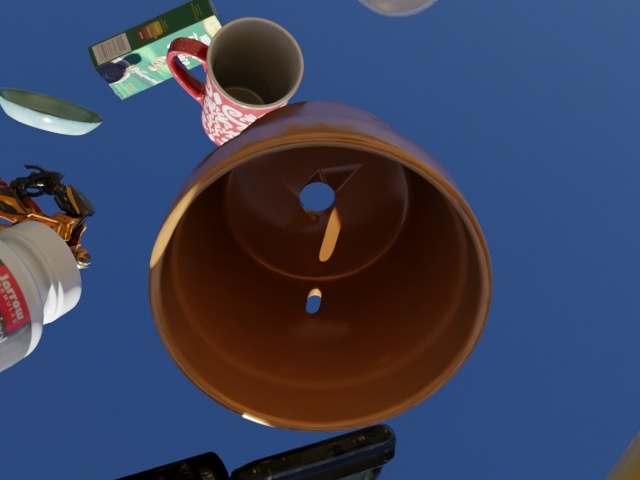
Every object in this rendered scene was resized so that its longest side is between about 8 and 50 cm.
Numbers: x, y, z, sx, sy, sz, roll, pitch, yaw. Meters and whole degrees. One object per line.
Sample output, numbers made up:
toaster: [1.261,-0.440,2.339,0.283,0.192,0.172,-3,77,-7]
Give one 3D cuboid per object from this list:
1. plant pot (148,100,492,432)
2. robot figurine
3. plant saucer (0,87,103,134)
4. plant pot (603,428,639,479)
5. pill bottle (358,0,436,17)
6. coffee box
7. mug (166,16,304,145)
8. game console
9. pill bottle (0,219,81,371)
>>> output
plant pot: [0.000,0.000,1.085,0.291,0.291,0.203,18,-154,-9]
robot figurine: [-0.457,-0.015,1.653,0.291,0.211,0.085,19,-169,12]
plant saucer: [-0.298,-0.138,1.293,0.119,0.021,0.119,18,-167,-4]
plant pot: [0.338,0.226,0.957,0.254,0.239,0.254,39,-166,-12]
pill bottle: [0.062,-0.212,0.863,0.078,0.078,0.137,27,-157,-1]
coffee box: [-0.219,-0.268,1.648,0.184,0.113,0.040,-23,-109,3]
mug: [-0.102,-0.192,1.426,0.150,0.169,0.113,46,-109,5]
game console: [-0.085,0.261,1.153,0.361,0.213,0.044,-10,-125,-34]
pill bottle: [-0.446,0.094,1.415,0.176,0.176,0.318,43,-137,13]
